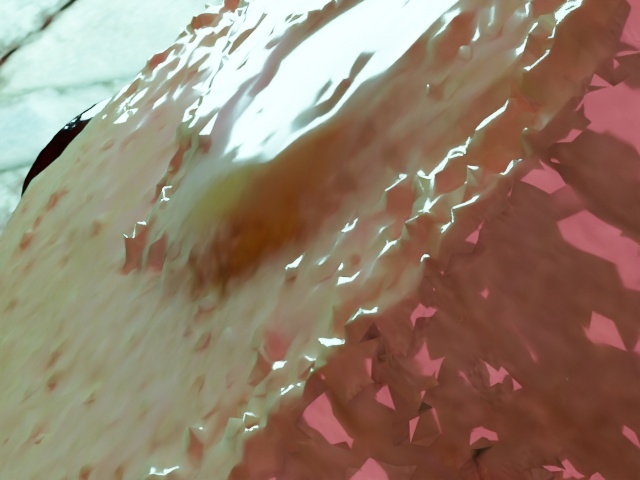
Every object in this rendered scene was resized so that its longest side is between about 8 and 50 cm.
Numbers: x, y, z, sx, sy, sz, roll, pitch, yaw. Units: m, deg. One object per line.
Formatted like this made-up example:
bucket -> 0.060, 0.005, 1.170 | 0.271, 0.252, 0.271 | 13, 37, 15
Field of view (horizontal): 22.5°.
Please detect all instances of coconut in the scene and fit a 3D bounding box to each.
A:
coconut -> 0.108, 0.069, 0.484 | 0.404, 0.404, 0.404 | -8, 42, 7

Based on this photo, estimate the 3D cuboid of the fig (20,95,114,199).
fig -> 0.000, -0.001, 0.749 | 0.274, 0.145, 0.170 | -7, 42, -12
